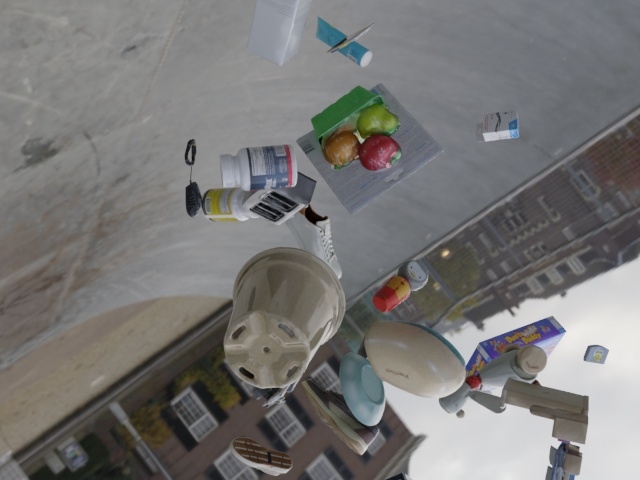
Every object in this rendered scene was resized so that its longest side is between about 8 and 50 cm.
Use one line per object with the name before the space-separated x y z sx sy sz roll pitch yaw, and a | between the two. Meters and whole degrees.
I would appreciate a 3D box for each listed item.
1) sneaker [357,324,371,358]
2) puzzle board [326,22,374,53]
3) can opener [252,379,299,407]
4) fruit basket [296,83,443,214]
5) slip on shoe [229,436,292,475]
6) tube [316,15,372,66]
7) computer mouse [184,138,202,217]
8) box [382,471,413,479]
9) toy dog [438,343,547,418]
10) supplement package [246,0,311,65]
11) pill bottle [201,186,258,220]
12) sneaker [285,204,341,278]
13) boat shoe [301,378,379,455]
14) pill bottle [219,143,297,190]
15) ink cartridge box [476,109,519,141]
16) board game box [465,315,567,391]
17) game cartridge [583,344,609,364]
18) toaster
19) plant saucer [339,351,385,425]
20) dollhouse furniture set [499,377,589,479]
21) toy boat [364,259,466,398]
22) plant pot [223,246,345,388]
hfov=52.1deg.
sneaker | 0.200 0.312 1.929 0.267 0.101 0.106 2 -105 58
puzzle board | 0.080 -0.530 1.720 0.096 0.011 0.128 -16 -157 39
can opener | -0.119 0.427 1.973 0.074 0.093 0.280 -33 176 14
fruit basket | 0.140 -0.278 1.954 0.327 0.353 0.165 -36 152 1
slip on shoe | -0.118 0.411 1.235 0.041 0.135 0.051 -44 -144 30
tube | 0.061 -0.586 1.943 0.052 0.207 0.080 -37 154 -30
computer mouse | -0.383 -0.189 2.003 0.041 0.242 0.071 1 -174 18
box | 0.182 0.995 2.253 0.395 0.212 0.293 -25 144 8
toy dog | 0.524 0.432 1.917 0.333 0.161 0.220 -31 177 14
supplement package | -0.100 -0.541 1.606 0.105 0.105 0.179 -56 169 -50
pill bottle | -0.307 -0.126 2.292 0.208 0.119 0.119 1 -158 33
sneaker | 0.000 0.000 2.123 0.123 0.290 0.106 -29 -170 30
boat shoe | 0.051 0.463 1.781 0.092 0.103 0.285 -34 -141 -18
pill bottle | -0.154 -0.177 1.605 0.180 0.108 0.108 -6 171 -11
ink cartridge box | 0.346 -0.225 1.287 0.083 0.048 0.028 -5 150 22
board game box | 0.661 0.405 2.269 0.346 0.078 0.233 -13 139 -28
game cartridge | 0.827 0.340 1.960 0.017 0.083 0.056 29 -74 64
toaster | -0.129 -0.144 1.920 0.168 0.185 0.110 -32 -140 47
plant saucer | 0.121 0.376 1.688 0.037 0.195 0.195 -26 -176 29
dollhouse furniture set | 0.516 0.522 1.570 0.198 0.304 0.286 9 -176 22
toy boat | 0.210 0.205 1.471 0.267 0.318 0.148 13 -140 44
plant pot | -0.115 0.228 1.767 0.333 0.334 0.305 -38 -169 20
